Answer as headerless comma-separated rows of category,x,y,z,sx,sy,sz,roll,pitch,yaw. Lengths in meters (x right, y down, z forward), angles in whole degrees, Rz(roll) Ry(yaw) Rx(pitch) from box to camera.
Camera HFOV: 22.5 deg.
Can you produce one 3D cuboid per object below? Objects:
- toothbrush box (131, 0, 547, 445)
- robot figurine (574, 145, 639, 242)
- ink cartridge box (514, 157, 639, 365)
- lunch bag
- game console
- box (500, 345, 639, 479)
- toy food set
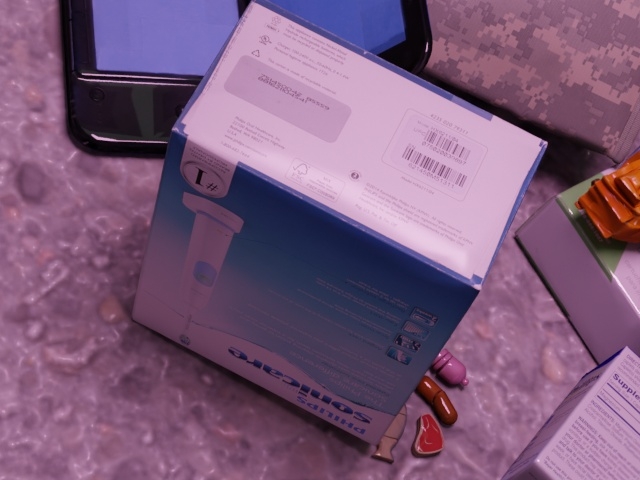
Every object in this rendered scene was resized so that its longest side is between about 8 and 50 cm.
toothbrush box,0.000,0.000,1.119,0.216,0.295,0.126,27,60,3
robot figurine,0.356,-0.033,1.280,0.291,0.085,0.211,-25,78,-28
ink cartridge box,0.301,0.001,1.349,0.219,0.092,0.160,-27,77,-27
lunch bag,0.194,-0.246,1.326,0.235,0.169,0.287,24,99,-7
game console,-0.071,-0.231,1.287,0.250,0.173,0.293,1,65,-19
box,0.234,0.178,1.254,0.126,0.072,0.137,43,61,3
toy food set,0.080,0.117,1.261,0.078,0.019,0.122,10,63,-14
